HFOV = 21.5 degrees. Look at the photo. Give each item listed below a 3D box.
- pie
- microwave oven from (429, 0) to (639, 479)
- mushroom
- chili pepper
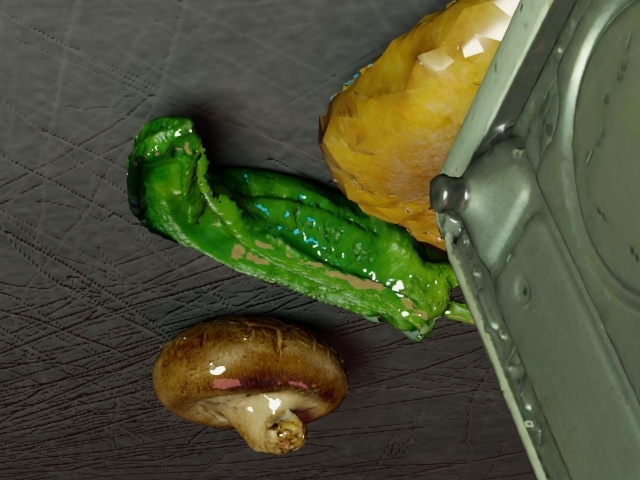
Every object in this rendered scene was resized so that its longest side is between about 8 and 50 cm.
[{"bbox_3d":[0.127,-0.062,0.854,0.273,0.069,0.273,-5,155,-3],"label":"pie"},{"bbox_3d":[0.219,-0.046,0.583,0.247,0.333,0.394,1,138,-21],"label":"microwave oven"},{"bbox_3d":[-0.045,0.089,1.092,0.126,0.085,0.109,14,-178,-32],"label":"mushroom"},{"bbox_3d":[0.000,0.000,0.933,0.279,0.065,0.122,24,176,-29],"label":"chili pepper"}]
